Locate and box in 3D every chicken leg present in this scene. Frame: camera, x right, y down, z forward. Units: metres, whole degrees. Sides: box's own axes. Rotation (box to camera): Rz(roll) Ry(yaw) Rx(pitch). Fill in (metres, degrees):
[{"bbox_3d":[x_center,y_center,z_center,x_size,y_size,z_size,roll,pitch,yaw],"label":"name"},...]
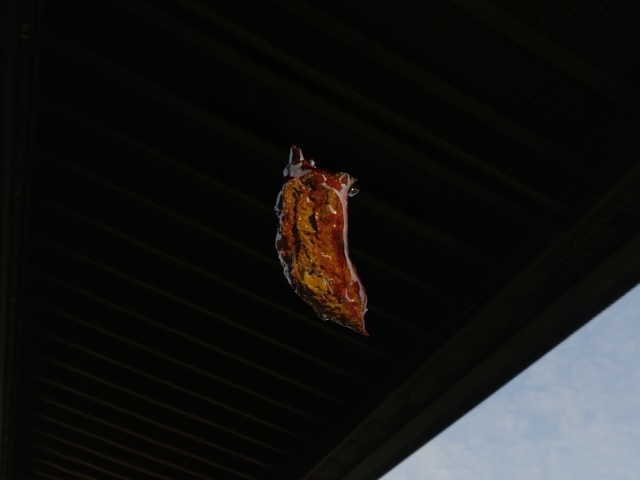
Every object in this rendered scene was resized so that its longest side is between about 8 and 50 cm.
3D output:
[{"bbox_3d":[0.000,0.000,0.489,0.105,0.063,0.233,-5,-95,-2],"label":"chicken leg"}]
